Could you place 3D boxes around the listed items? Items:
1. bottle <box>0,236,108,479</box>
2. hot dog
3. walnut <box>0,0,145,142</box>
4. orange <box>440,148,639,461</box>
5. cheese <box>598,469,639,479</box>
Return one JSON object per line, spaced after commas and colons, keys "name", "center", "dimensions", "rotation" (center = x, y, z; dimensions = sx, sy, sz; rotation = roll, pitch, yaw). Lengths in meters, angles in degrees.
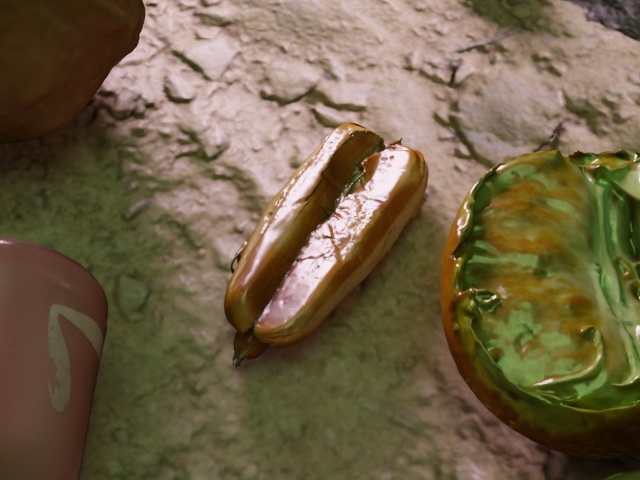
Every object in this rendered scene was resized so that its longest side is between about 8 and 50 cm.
{"name": "bottle", "center": [-0.250, 0.162, 1.450], "dimensions": [0.206, 0.173, 0.296], "rotation": [16, 57, -16]}
{"name": "hot dog", "center": [0.000, 0.000, 1.610], "dimensions": [0.109, 0.072, 0.269], "rotation": [28, 60, 17]}
{"name": "walnut", "center": [-0.306, -0.235, 1.621], "dimensions": [0.344, 0.306, 0.306], "rotation": [22, 60, 23]}
{"name": "orange", "center": [0.260, 0.048, 1.518], "dimensions": [0.335, 0.196, 0.262], "rotation": [-10, 74, -3]}
{"name": "cheese", "center": [0.233, 0.297, 1.404], "dimensions": [0.259, 0.128, 0.316], "rotation": [38, 63, 22]}
